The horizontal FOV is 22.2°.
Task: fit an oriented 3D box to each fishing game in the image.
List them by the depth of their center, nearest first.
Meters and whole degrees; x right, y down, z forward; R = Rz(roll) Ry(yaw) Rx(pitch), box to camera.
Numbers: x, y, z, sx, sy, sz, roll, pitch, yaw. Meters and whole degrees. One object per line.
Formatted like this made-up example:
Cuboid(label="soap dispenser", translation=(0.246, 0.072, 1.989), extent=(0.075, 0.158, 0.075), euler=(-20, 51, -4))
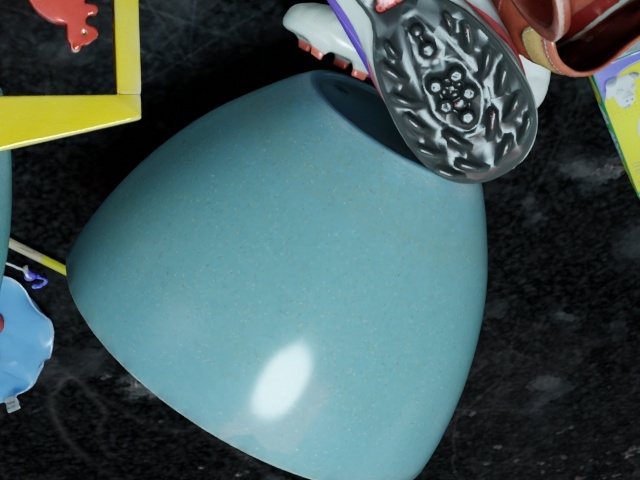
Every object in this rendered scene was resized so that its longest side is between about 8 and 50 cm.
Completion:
Cuboid(label="fishing game", translation=(-0.305, 0.087, 1.284), extent=(0.264, 0.041, 0.189), euler=(-38, 128, 24))

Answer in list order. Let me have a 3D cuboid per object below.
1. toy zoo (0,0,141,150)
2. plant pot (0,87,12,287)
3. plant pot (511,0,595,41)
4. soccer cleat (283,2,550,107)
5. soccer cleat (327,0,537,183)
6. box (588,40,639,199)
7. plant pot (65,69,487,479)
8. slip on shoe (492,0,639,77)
Cuboid(label="toy zoo", translation=(-0.200, -0.166, 0.921), extent=(0.192, 0.030, 0.293), euler=(-2, 92, -10))
Cuboid(label="plant pot", translation=(-0.298, -0.020, 1.024), extent=(0.166, 0.234, 0.165), euler=(-15, 140, 32))
Cuboid(label="plant pot", translation=(0.186, -0.287, 0.876), extent=(0.265, 0.272, 0.272), euler=(-26, 135, 2))
Cuboid(label="soccer cleat", translation=(0.070, -0.139, 1.129), extent=(0.196, 0.068, 0.076), euler=(16, 100, -18))
Cuboid(label="soccer cleat", translation=(0.038, -0.187, 1.018), extent=(0.109, 0.116, 0.318), euler=(-26, 107, 8))
Cuboid(label="box", translation=(0.268, -0.097, 1.223), extent=(0.105, 0.043, 0.179), euler=(-22, 137, 10))
Cuboid(label="plant pot", translation=(0.000, 0.000, 1.112), extent=(0.290, 0.290, 0.195), euler=(21, 112, -29))
Cuboid(label="slip on shoe", translation=(0.251, -0.222, 1.037), extent=(0.331, 0.101, 0.123), euler=(-39, 129, 11))
